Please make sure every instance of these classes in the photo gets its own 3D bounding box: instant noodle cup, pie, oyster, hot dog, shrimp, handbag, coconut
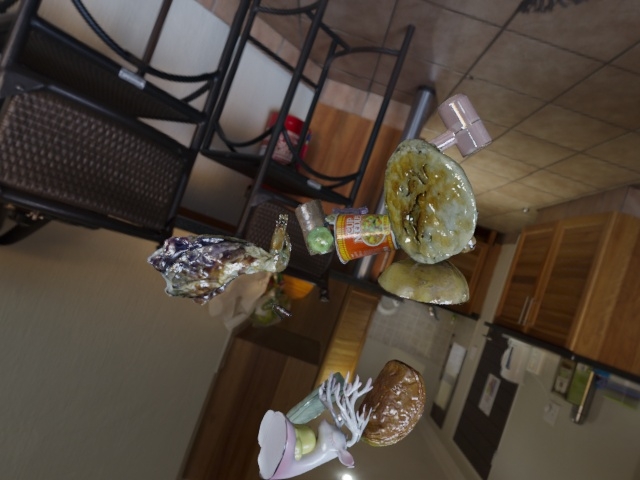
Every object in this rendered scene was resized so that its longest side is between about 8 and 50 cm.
[{"bbox_3d":[0.177,-0.018,1.597,0.212,0.193,0.193,-7,167,19],"label":"instant noodle cup"},{"bbox_3d":[0.265,-0.103,1.142,0.077,0.338,0.339,-15,-165,-28],"label":"pie"},{"bbox_3d":[-0.286,0.077,1.162,0.275,0.271,0.100,40,-162,-40],"label":"oyster"},{"bbox_3d":[0.218,0.522,1.396,0.196,0.272,0.122,12,155,48],"label":"hot dog"},{"bbox_3d":[-0.114,0.008,1.324,0.041,0.180,0.099,8,-176,37],"label":"shrimp"},{"bbox_3d":[-0.029,0.580,1.553,0.079,0.256,0.219,51,-148,18],"label":"handbag"},{"bbox_3d":[0.000,0.000,1.522,0.096,0.088,0.088,63,-177,9],"label":"coconut"}]

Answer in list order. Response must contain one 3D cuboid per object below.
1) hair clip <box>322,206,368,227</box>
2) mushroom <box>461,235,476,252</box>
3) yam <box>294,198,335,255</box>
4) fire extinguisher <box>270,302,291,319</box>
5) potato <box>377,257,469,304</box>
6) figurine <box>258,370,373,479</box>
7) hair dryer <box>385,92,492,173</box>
[{"bbox_3d":[0.084,-0.095,1.784,0.187,0.056,0.146,-10,-158,31],"label":"hair clip"},{"bbox_3d":[0.431,-0.105,1.543,0.255,0.267,0.267,11,174,19],"label":"mushroom"},{"bbox_3d":[-0.021,-0.054,1.930,0.129,0.238,0.128,-20,180,1],"label":"yam"},{"bbox_3d":[-0.169,0.297,1.832,0.100,0.046,0.032,28,-160,24],"label":"fire extinguisher"},{"bbox_3d":[0.338,0.112,1.385,0.299,0.115,0.239,4,-159,-10],"label":"potato"},{"bbox_3d":[0.001,0.517,1.248,0.316,0.284,0.206,14,159,-35],"label":"figurine"},{"bbox_3d":[0.358,-0.316,1.431,0.189,0.344,0.107,61,-173,2],"label":"hair dryer"}]
